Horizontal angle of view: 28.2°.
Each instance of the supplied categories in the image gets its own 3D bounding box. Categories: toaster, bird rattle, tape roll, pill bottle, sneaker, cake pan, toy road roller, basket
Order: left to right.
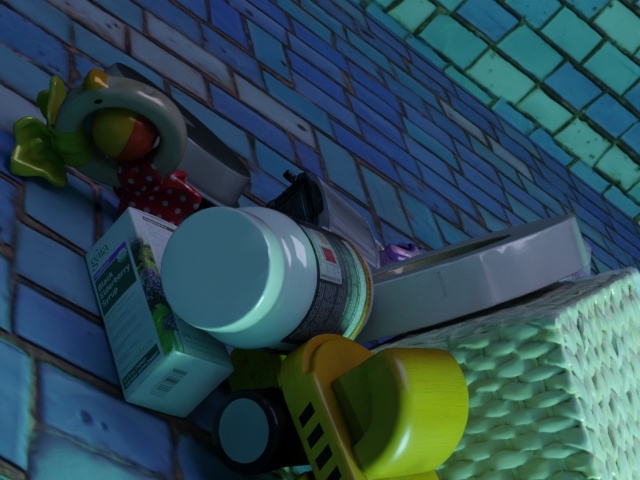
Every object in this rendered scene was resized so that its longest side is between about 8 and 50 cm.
[{"bbox_3d":[-0.254,-0.112,1.601,0.254,0.207,0.143,30,43,-13],"label":"bird rattle"},{"bbox_3d":[-0.213,-0.154,1.834,0.293,0.054,0.293,40,7,-6],"label":"cake pan"},{"bbox_3d":[-0.057,0.047,1.448,0.162,0.162,0.278,54,13,21],"label":"pill bottle"},{"bbox_3d":[0.000,0.000,1.950,0.146,0.129,0.227,38,20,-30],"label":"toaster"},{"bbox_3d":[0.058,0.253,1.373,0.202,0.241,0.329,7,53,-53],"label":"toy road roller"},{"bbox_3d":[0.168,0.052,2.189,0.236,0.095,0.104,7,51,-57],"label":"sneaker"},{"bbox_3d":[0.165,0.054,1.712,0.392,0.392,0.072,-21,94,-67],"label":"tape roll"},{"bbox_3d":[0.241,0.235,1.559,0.266,0.331,0.328,-12,86,-54],"label":"basket"}]

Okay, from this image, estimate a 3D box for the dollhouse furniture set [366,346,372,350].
[{"bbox_3d":[0.043,0.219,1.791,0.081,0.091,0.114,149,-77,-72],"label":"dollhouse furniture set"}]

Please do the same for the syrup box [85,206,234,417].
[{"bbox_3d":[-0.192,0.081,1.488,0.096,0.093,0.236,25,29,-42],"label":"syrup box"}]

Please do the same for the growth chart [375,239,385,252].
[{"bbox_3d":[0.040,0.003,2.160,0.172,0.021,0.237,43,21,-5],"label":"growth chart"}]

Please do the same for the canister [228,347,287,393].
[{"bbox_3d":[-0.027,0.200,1.607,0.170,0.073,0.126,29,27,-40],"label":"canister"}]

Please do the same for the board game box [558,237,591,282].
[{"bbox_3d":[0.272,0.136,1.939,0.066,0.319,0.318,46,22,-4],"label":"board game box"}]
